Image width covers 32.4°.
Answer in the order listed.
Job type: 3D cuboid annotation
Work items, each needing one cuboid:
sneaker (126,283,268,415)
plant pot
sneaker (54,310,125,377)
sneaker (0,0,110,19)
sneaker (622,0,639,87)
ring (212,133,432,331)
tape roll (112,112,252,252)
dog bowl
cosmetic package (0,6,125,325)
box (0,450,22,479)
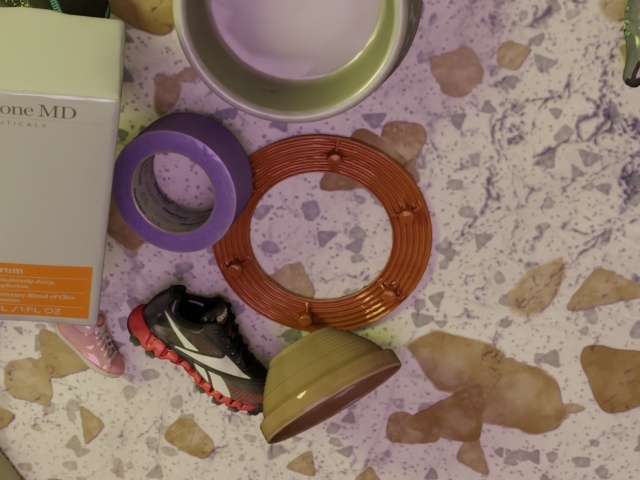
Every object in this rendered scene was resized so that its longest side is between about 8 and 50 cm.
[{"bbox_3d":[-0.161,0.166,1.720,0.276,0.098,0.135,37,116,-13],"label":"sneaker"},{"bbox_3d":[-0.003,0.207,1.690,0.237,0.237,0.110,-36,76,20],"label":"plant pot"},{"bbox_3d":[-0.354,0.160,1.758,0.134,0.051,0.070,43,118,-12],"label":"sneaker"},{"bbox_3d":[-0.445,-0.346,1.472,0.341,0.125,0.140,33,72,-15],"label":"sneaker"},{"bbox_3d":[0.426,-0.317,1.452,0.098,0.083,0.224,25,116,17],"label":"sneaker"},{"bbox_3d":[0.000,0.000,1.660,0.336,0.032,0.337,2,118,4],"label":"ring"},{"bbox_3d":[-0.199,-0.083,1.587,0.189,0.080,0.189,6,116,12],"label":"tape roll"},{"bbox_3d":[-0.037,-0.314,1.461,0.348,0.102,0.349,2,117,3],"label":"dog bowl"},{"bbox_3d":[-0.393,-0.083,1.473,0.230,0.161,0.453,4,139,-12],"label":"cosmetic package"},{"bbox_3d":[-0.640,0.368,1.848,0.148,0.121,0.311,-23,114,16],"label":"box"}]
